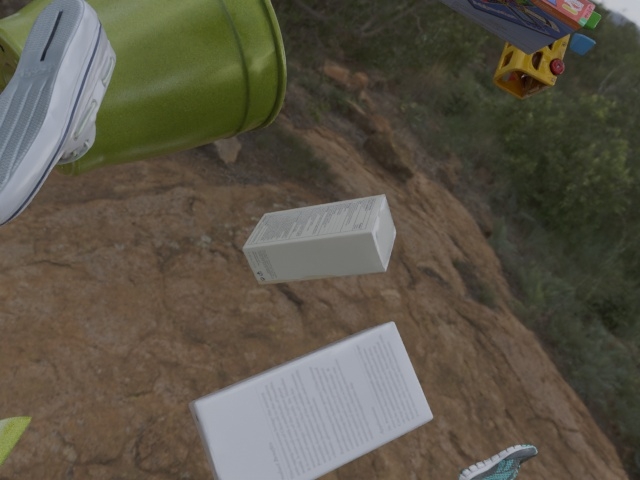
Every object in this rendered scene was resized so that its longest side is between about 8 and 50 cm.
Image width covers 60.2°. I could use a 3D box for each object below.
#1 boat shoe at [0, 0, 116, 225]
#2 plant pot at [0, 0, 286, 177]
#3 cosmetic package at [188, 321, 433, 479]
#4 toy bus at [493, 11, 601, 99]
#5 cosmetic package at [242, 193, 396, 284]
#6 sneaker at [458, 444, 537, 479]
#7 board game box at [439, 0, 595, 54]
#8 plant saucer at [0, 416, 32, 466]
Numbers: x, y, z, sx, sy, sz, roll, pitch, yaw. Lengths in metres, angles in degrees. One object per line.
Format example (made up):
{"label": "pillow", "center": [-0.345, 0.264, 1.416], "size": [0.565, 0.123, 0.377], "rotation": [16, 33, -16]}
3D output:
{"label": "boat shoe", "center": [-0.225, -0.102, 0.471], "size": [0.083, 0.076, 0.226], "rotation": [4, 65, 22]}
{"label": "plant pot", "center": [-0.309, -0.283, 0.896], "size": [0.353, 0.366, 0.366], "rotation": [-35, 70, -30]}
{"label": "cosmetic package", "center": [-0.021, 0.360, 1.168], "size": [0.454, 0.161, 0.230], "rotation": [-18, 81, -21]}
{"label": "toy bus", "center": [0.401, -0.374, 1.041], "size": [0.104, 0.191, 0.202], "rotation": [23, 35, -15]}
{"label": "cosmetic package", "center": [0.000, 0.000, 1.252], "size": [0.160, 0.310, 0.113], "rotation": [-64, 141, -50]}
{"label": "sneaker", "center": [0.363, 0.466, 1.097], "size": [0.076, 0.167, 0.065], "rotation": [63, 3, 34]}
{"label": "board game box", "center": [0.145, -0.300, 0.609], "size": [0.281, 0.027, 0.145], "rotation": [29, 7, -4]}
{"label": "plant saucer", "center": [-0.658, 0.422, 1.031], "size": [0.045, 0.188, 0.188], "rotation": [52, 16, -20]}
